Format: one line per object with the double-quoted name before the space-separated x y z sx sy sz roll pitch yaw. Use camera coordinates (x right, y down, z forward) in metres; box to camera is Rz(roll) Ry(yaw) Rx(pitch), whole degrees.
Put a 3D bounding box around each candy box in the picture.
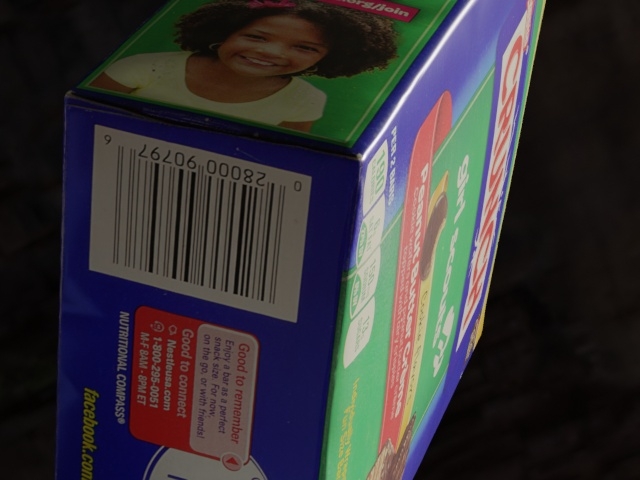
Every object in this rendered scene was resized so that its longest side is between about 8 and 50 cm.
"candy box" 0.000 0.000 0.851 0.122 0.268 0.317 14 -148 12
